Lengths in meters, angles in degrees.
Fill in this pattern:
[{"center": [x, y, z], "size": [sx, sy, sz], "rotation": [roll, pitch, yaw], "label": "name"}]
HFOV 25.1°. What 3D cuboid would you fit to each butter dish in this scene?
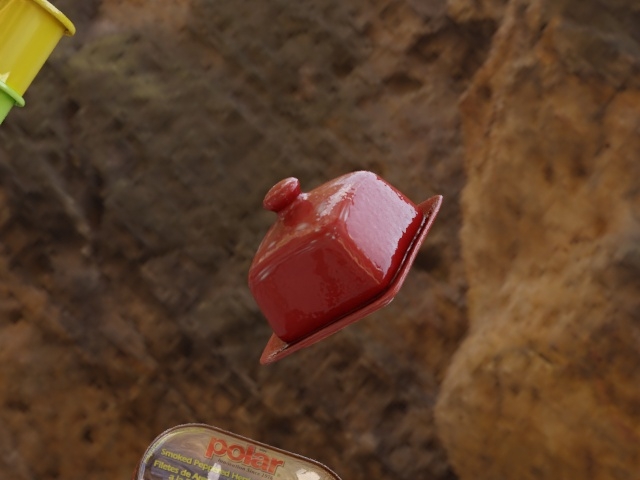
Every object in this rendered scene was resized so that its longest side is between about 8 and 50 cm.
[{"center": [0.000, 0.000, 1.173], "size": [0.160, 0.160, 0.118], "rotation": [-29, -73, 35], "label": "butter dish"}]

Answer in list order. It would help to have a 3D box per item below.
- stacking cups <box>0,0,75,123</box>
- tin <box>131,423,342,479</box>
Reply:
[{"center": [-0.288, -0.038, 0.994], "size": [0.096, 0.316, 0.096], "rotation": [29, -6, 3], "label": "stacking cups"}, {"center": [-0.060, 0.212, 1.140], "size": [0.189, 0.106, 0.040], "rotation": [21, -32, -14], "label": "tin"}]
